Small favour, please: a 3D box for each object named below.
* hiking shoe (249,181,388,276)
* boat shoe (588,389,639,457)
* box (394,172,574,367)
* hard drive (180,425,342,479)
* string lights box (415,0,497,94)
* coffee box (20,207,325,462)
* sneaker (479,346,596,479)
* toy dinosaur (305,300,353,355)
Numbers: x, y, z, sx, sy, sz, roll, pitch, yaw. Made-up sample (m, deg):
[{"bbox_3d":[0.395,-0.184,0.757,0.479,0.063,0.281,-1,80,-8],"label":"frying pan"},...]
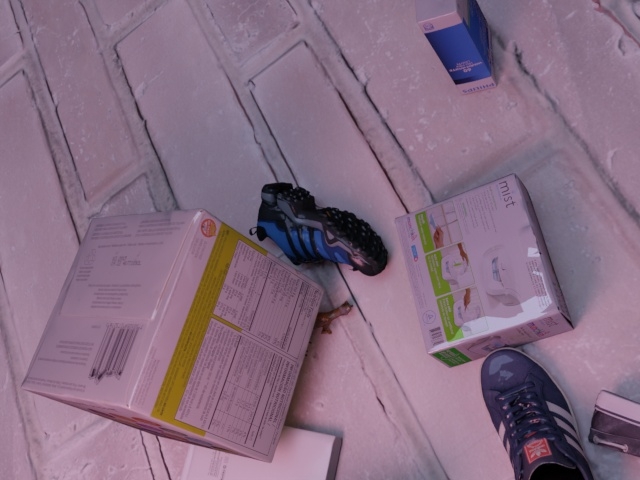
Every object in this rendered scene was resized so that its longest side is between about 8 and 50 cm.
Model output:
[{"bbox_3d":[0.000,0.000,1.609,0.304,0.113,0.132,33,119,28],"label":"hiking shoe"},{"bbox_3d":[0.516,0.307,1.167,0.301,0.108,0.102,16,88,49],"label":"boat shoe"},{"bbox_3d":[0.276,0.053,1.406,0.231,0.127,0.262,-22,62,19],"label":"box"},{"bbox_3d":[-0.121,0.438,1.521,0.307,0.040,0.203,4,73,29],"label":"hard drive"},{"bbox_3d":[0.253,-0.393,1.513,0.077,0.260,0.133,-11,65,24],"label":"string lights box"},{"bbox_3d":[-0.254,0.172,1.473,0.338,0.334,0.338,-1,64,43],"label":"coffee box"},{"bbox_3d":[0.337,0.312,1.259,0.131,0.148,0.350,-32,59,14],"label":"sneaker"},{"bbox_3d":[-0.035,0.160,1.585,0.211,0.064,0.112,-4,43,23],"label":"toy dinosaur"}]
